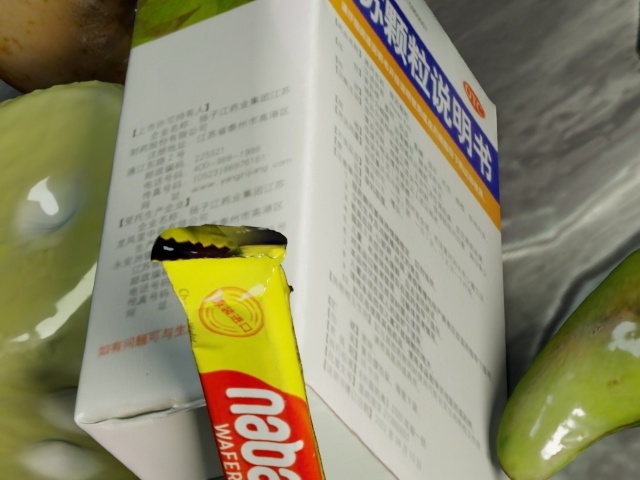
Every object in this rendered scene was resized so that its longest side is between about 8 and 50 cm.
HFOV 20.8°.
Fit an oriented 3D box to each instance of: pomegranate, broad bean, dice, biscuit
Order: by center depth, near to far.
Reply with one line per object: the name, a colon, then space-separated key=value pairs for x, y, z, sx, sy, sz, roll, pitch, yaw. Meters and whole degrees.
biscuit: x=-0.013 y=0.108 z=0.661 sx=0.048 sy=0.292 sz=0.026 roll=-1 pitch=39 yaw=12
broad bean: x=0.196 y=-0.004 z=0.778 sx=0.075 sy=0.067 sz=0.325 roll=43 pitch=81 yaw=15
dice: x=-0.122 y=0.037 z=0.879 sx=0.169 sy=0.166 sz=0.169 roll=-14 pitch=48 yaw=25
pomegranate: x=-0.130 y=-0.174 z=1.053 sx=0.207 sy=0.207 sz=0.207 roll=-19 pitch=47 yaw=21

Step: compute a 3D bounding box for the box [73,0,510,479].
box: x=0.000 y=0.000 z=0.802 sx=0.106 sy=0.200 sz=0.299 roll=-18 pitch=47 yaw=22
